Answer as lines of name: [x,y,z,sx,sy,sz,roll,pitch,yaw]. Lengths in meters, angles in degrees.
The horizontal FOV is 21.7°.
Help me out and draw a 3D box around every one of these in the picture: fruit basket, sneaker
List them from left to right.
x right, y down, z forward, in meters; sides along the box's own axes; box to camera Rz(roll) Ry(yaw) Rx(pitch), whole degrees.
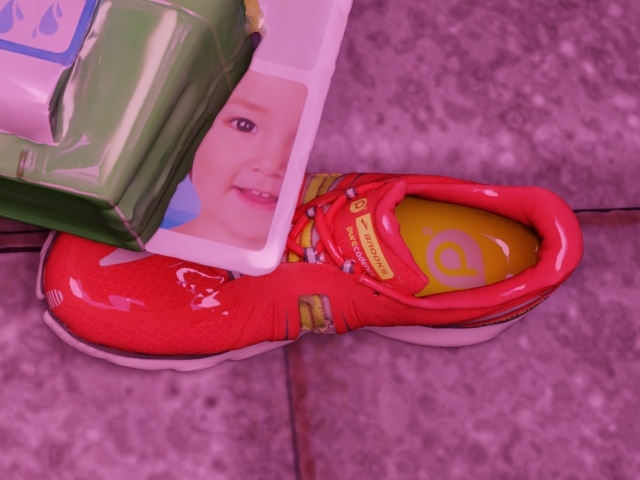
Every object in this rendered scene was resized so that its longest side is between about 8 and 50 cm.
fruit basket: [-0.129,-0.188,0.761,0.327,0.165,0.353,15,84,6]
sneaker: [0.000,0.000,0.828,0.279,0.118,0.107,-4,79,-18]
